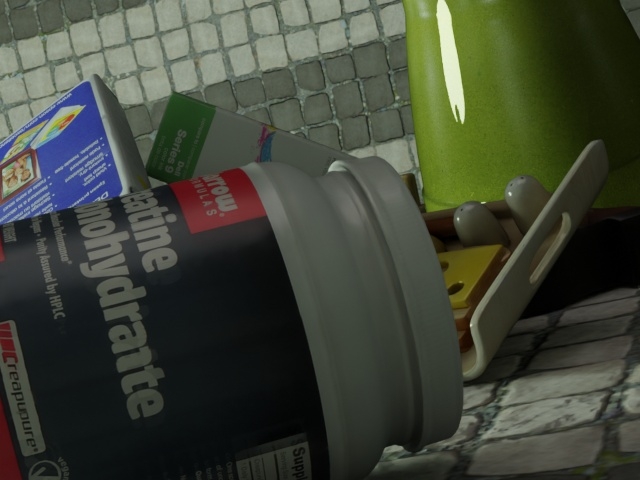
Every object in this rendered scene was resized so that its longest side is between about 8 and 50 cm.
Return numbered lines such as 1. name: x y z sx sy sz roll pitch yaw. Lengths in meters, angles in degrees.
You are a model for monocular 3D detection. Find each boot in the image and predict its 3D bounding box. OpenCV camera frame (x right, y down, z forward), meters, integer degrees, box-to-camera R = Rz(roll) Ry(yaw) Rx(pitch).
1. boot: 0.194 0.008 1.310 0.264 0.096 0.280 -15 3 -11

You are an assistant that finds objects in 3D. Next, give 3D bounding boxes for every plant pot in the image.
1. plant pot: 0.262 -0.209 1.697 0.366 0.353 0.366 -18 18 6

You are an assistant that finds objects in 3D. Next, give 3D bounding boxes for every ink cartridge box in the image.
1. ink cartridge box: -0.292 0.013 1.225 0.303 0.072 0.307 -35 37 6
2. ink cartridge box: -0.055 -0.067 1.328 0.212 0.093 0.154 18 0 3

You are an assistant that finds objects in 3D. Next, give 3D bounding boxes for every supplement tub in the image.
1. supplement tub: -0.078 0.064 0.728 0.272 0.191 0.191 -15 4 -11

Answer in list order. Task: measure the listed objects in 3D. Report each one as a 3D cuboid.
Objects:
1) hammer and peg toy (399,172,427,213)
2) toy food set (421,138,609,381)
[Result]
1. hammer and peg toy: 0.000 0.000 1.881 0.266 0.127 0.361 -9 5 27
2. toy food set: 0.062 0.013 1.066 0.306 0.092 0.220 -10 32 46
